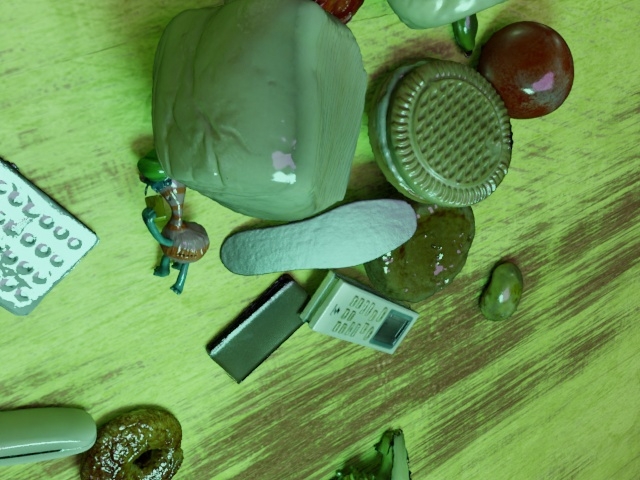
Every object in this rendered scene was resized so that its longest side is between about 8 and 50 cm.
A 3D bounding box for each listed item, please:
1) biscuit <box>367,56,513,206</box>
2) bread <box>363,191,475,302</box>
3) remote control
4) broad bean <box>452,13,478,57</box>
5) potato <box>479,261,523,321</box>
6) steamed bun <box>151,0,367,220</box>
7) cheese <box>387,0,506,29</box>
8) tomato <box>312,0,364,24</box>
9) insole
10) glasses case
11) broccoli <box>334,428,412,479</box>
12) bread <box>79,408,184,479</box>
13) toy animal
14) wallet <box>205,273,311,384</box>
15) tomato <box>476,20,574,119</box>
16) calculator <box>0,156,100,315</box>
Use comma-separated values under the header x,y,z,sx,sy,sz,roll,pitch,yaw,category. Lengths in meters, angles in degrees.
x,y,z,sx,sy,sz,roll,pitch,yaw,category
0.199,-0.176,1.053,0.259,0.079,0.259,2,85,-26,biscuit
0.167,-0.001,1.168,0.230,0.123,0.230,-16,125,-24,bread
0.083,0.142,1.213,0.277,0.055,0.103,26,100,-49,remote control
0.243,-0.418,1.031,0.065,0.046,0.255,-18,126,-34,broad bean
0.403,0.117,1.430,0.091,0.070,0.138,3,113,-37,potato
-0.083,-0.153,0.793,0.383,0.236,0.247,-21,118,-79,steamed bun
0.155,-0.393,0.859,0.173,0.248,0.251,-20,126,19,cheese
-0.011,-0.348,0.868,0.159,0.091,0.139,-23,147,-37,tomato
0.000,0.000,1.049,0.327,0.007,0.111,-11,108,-4,insole
-0.434,0.286,0.950,0.204,0.081,0.051,5,114,-34,glasses case
0.112,0.578,1.474,0.180,0.273,0.242,-18,154,32,broccoli
-0.313,0.369,1.092,0.193,0.064,0.193,-18,124,-29,bread
-0.214,-0.022,0.914,0.103,0.100,0.208,-47,148,-51,toy animal
-0.100,0.156,1.135,0.198,0.031,0.110,-42,131,-6,wallet
0.355,-0.284,1.117,0.167,0.167,0.167,-16,124,-26,tomato
-0.425,-0.023,0.818,0.161,0.021,0.262,-46,132,-4,calculator
